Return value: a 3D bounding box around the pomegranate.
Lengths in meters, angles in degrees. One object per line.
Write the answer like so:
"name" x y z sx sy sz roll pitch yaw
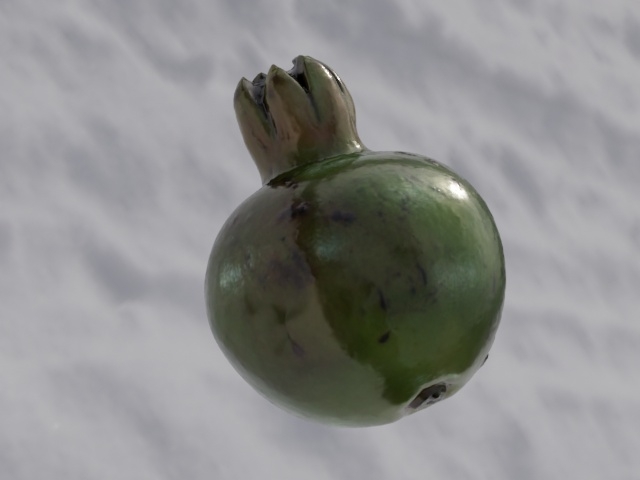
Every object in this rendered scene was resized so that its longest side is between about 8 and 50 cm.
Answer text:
"pomegranate" 0.011 0.006 1.289 0.159 0.190 0.241 -7 105 -50
